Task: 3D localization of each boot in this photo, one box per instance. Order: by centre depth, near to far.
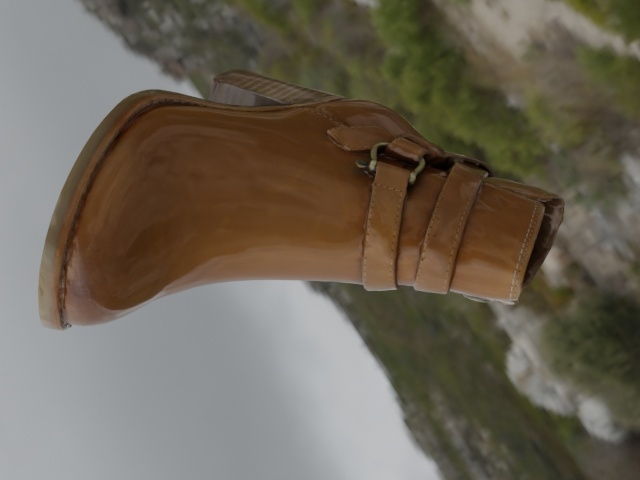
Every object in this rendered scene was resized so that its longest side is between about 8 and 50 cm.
[{"bbox_3d":[0.000,0.000,0.783,0.220,0.109,0.283,22,-157,15],"label":"boot"}]
